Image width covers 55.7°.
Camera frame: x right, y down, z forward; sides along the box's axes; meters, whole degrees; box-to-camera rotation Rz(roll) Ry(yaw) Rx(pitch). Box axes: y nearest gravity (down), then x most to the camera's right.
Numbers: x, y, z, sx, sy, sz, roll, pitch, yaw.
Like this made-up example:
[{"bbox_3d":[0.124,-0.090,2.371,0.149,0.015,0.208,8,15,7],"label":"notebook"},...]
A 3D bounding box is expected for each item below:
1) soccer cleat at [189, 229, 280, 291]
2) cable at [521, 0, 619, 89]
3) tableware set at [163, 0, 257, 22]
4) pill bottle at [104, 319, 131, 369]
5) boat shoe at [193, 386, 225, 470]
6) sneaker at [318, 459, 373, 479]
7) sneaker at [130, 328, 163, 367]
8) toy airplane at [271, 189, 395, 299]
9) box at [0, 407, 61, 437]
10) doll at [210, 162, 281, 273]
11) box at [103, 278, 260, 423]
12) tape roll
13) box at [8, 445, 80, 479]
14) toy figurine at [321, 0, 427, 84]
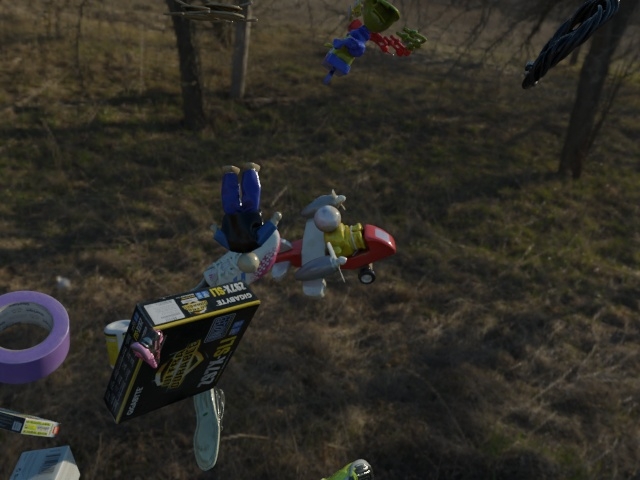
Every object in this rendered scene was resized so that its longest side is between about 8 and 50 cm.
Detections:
[{"bbox_3d":[-0.251,0.084,1.765,0.143,0.331,0.116,15,34,-53],"label":"soccer cleat"},{"bbox_3d":[0.396,-0.325,0.982,0.047,0.184,0.150,48,45,0],"label":"cable"},{"bbox_3d":[-0.230,-0.487,1.274,0.128,0.039,0.194,-6,18,-40],"label":"tableware set"},{"bbox_3d":[-0.641,0.361,1.983,0.103,0.184,0.103,-4,13,1],"label":"pill bottle"},{"bbox_3d":[-0.286,0.494,1.609,0.084,0.079,0.233,-24,50,18],"label":"boat shoe"},{"bbox_3d":[-0.036,0.665,1.492,0.384,0.145,0.147,-42,41,-2],"label":"sneaker"},{"bbox_3d":[-0.293,0.185,1.059,0.047,0.119,0.057,32,67,2],"label":"sneaker"},{"bbox_3d":[0.000,0.000,1.980,0.384,0.272,0.386,-31,48,-29],"label":"toy airplane"},{"bbox_3d":[-0.738,0.428,1.445,0.207,0.036,0.114,4,-19,24],"label":"box"},{"bbox_3d":[-0.128,-0.038,1.048,0.129,0.189,0.046,-6,-10,10],"label":"doll"},{"bbox_3d":[-0.297,0.235,1.292,0.257,0.322,0.079,-13,52,-45],"label":"box"},{"bbox_3d":[-0.640,0.205,1.299,0.189,0.080,0.189,12,42,-11],"label":"tape roll"},{"bbox_3d":[-0.553,0.483,1.213,0.102,0.087,0.101,-8,25,-1],"label":"box"},{"bbox_3d":[0.099,-0.479,1.576,0.191,0.217,0.362,40,4,-16],"label":"toy figurine"}]
